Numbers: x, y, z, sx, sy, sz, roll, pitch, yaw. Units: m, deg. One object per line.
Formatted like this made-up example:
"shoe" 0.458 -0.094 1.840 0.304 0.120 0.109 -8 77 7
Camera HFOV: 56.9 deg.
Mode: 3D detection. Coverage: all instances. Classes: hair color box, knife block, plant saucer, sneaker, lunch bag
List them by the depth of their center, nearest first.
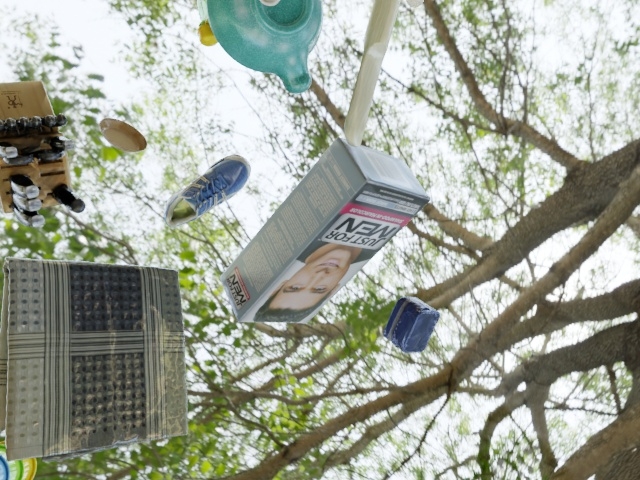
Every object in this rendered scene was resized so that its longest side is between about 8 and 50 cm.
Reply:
"knife block" -0.387 -0.079 0.788 0.088 0.275 0.242 -13 -114 -31
"plant saucer" -0.330 -0.172 0.983 0.015 0.083 0.083 -50 -127 26
"lunch bag" 0.158 0.151 1.056 0.065 0.067 0.098 36 -71 45
"hair color box" 0.000 0.000 1.082 0.374 0.185 0.113 -47 -125 28
"sneaker" -0.223 -0.090 1.168 0.211 0.080 0.081 -35 -160 15

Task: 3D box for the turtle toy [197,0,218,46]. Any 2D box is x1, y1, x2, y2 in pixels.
"turtle toy" -0.105 -0.289 0.681 0.066 0.130 0.095 -6 -103 -29

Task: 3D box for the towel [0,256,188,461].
"towel" -0.379 0.196 1.009 0.056 0.312 0.324 -22 -111 45

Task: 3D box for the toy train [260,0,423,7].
"toy train" 0.009 -0.223 0.408 0.166 0.046 0.125 5 -79 31

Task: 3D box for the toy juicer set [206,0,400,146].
"toy juicer set" -0.033 -0.280 0.641 0.209 0.329 0.089 -57 -154 -6

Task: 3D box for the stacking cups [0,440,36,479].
"stacking cups" -0.513 0.361 0.884 0.096 0.316 0.096 3 -104 -12
